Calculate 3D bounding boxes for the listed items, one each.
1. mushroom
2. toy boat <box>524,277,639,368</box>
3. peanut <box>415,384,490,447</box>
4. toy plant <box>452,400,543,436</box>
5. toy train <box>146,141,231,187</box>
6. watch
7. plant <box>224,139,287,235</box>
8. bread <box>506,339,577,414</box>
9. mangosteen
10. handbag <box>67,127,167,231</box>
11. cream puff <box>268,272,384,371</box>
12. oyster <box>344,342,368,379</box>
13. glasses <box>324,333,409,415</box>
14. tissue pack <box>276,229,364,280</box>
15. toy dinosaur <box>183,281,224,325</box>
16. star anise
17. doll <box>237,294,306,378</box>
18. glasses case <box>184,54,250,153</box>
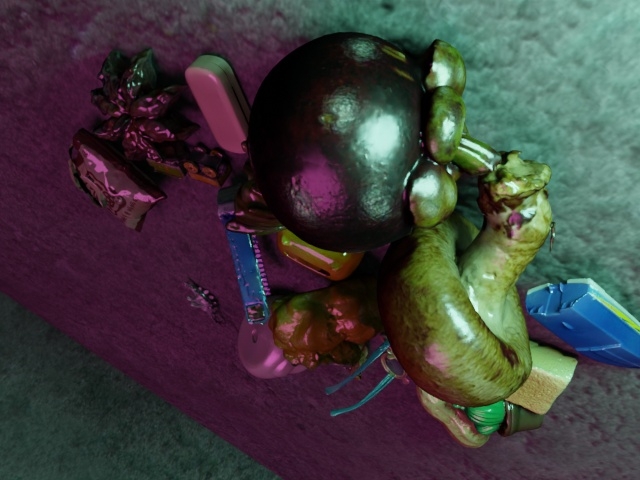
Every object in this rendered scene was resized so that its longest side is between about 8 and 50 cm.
[{"bbox_3d":[0.254,0.066,1.110,0.334,0.356,0.331,50,-172,-10],"label":"mushroom"},{"bbox_3d":[0.494,0.157,1.216,0.295,0.088,0.129,34,150,-26],"label":"toy boat"},{"bbox_3d":[0.326,0.402,1.668,0.257,0.123,0.123,45,146,-20],"label":"peanut"},{"bbox_3d":[0.394,0.385,1.567,0.200,0.105,0.143,4,134,6],"label":"toy plant"},{"bbox_3d":[-0.275,-0.163,1.438,0.202,0.060,0.081,18,154,21],"label":"toy train"},{"bbox_3d":[-0.152,0.015,1.468,0.276,0.068,0.275,-120,15,-81],"label":"watch"},{"bbox_3d":[-0.009,-0.050,1.237,0.333,0.180,0.251,36,142,-5],"label":"plant"},{"bbox_3d":[0.442,0.282,1.442,0.125,0.068,0.188,22,147,15],"label":"bread"},{"bbox_3d":[0.071,-0.135,0.966,0.347,0.307,0.307,-2,139,17],"label":"mangosteen"},{"bbox_3d":[-0.472,-0.130,1.585,0.235,0.127,0.213,39,150,-9],"label":"handbag"},{"bbox_3d":[0.024,0.179,1.456,0.282,0.282,0.185,-23,84,53],"label":"cream puff"},{"bbox_3d":[0.060,0.250,1.733,0.128,0.078,0.345,34,158,38],"label":"oyster"},{"bbox_3d":[0.103,0.321,1.689,0.190,0.220,0.088,79,164,-53],"label":"glasses"},{"bbox_3d":[0.000,0.000,1.366,0.178,0.127,0.123,28,151,7],"label":"tissue pack"},{"bbox_3d":[-0.328,0.186,1.995,0.082,0.039,0.209,3,140,35],"label":"toy dinosaur"},{"bbox_3d":[-0.347,-0.234,1.313,0.223,0.109,0.236,38,138,-2],"label":"star anise"},{"bbox_3d":[-0.087,0.255,1.775,0.221,0.221,0.251,32,121,-1],"label":"doll"},{"bbox_3d":[-0.174,-0.240,1.246,0.083,0.050,0.196,10,143,27],"label":"glasses case"}]
